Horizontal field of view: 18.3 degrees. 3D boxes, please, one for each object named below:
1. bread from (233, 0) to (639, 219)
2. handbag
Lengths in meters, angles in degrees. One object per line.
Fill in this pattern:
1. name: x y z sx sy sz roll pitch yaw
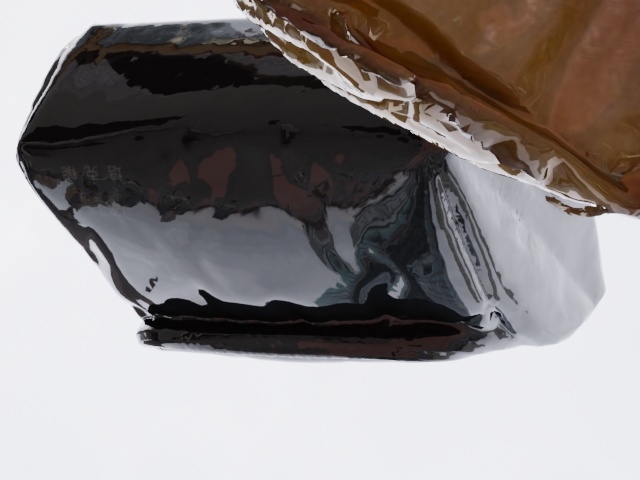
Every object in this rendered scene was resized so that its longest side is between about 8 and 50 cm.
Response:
1. bread: 0.058 -0.106 0.440 0.199 0.199 0.104 -37 -156 -9
2. handbag: -0.001 0.002 1.188 0.302 0.275 0.178 0 -133 29
